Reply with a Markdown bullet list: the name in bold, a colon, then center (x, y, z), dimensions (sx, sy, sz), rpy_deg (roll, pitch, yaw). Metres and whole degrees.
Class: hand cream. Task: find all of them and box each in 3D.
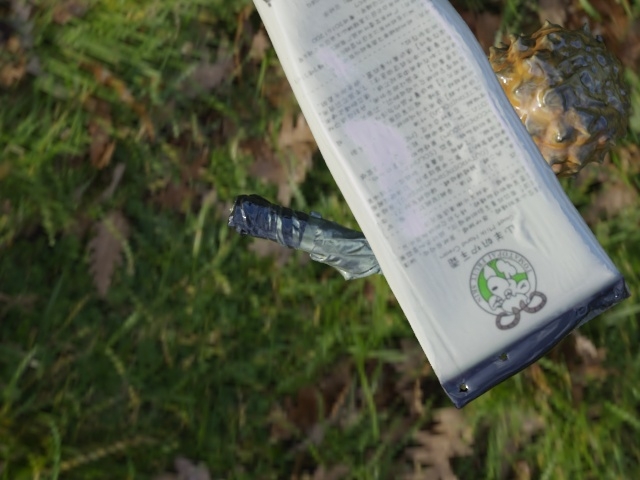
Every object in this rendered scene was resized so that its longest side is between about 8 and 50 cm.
- **hand cream**: center (0.045, -0.077, 0.953), dimensions (0.121, 0.076, 0.336), rpy_deg (-30, 92, 7)

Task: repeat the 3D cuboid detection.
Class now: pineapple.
- **pineapple**: center (0.180, -0.103, 1.813), dimensions (0.175, 0.175, 0.361), rpy_deg (36, 143, -15)

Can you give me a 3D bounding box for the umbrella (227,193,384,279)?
- **umbrella**: center (0.000, 0.000, 1.646), dimensions (0.188, 0.046, 0.050), rpy_deg (17, 134, -5)
